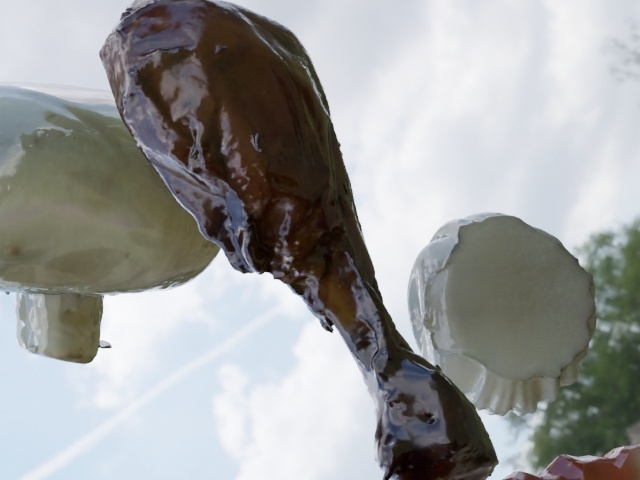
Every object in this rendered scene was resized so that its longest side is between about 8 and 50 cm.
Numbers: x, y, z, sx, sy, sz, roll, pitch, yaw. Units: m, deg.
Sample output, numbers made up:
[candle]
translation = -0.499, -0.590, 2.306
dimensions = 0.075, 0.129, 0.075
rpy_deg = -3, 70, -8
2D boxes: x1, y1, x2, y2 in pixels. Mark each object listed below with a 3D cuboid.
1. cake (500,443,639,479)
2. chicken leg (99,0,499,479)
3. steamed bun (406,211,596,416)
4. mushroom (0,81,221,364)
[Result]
[cake]
translation = 0.112, 0.249, 0.475
dimensions = 0.320, 0.270, 0.269
rpy_deg = -15, -34, -17
[chicken leg]
translation = 0.000, 0.000, 0.658
dimensions = 0.093, 0.304, 0.113
rpy_deg = -33, 3, 33
[steamed bun]
translation = 0.155, 0.067, 1.150
dimensions = 0.183, 0.183, 0.106
rpy_deg = -64, 10, -23
[mushroom]
translation = -0.182, -0.014, 0.935
dimensions = 0.246, 0.246, 0.202
rpy_deg = -3, -87, -69
